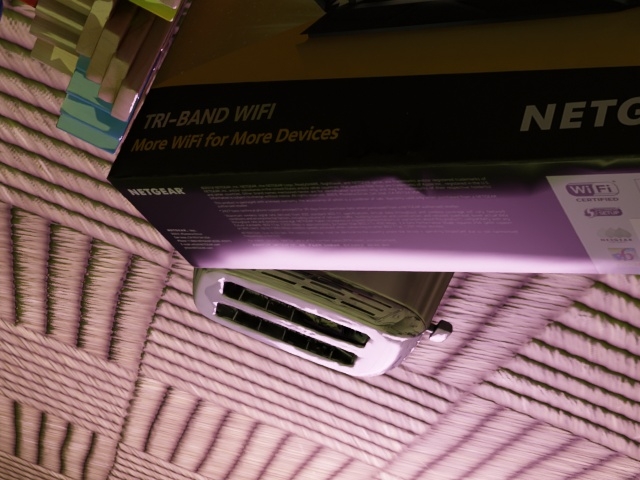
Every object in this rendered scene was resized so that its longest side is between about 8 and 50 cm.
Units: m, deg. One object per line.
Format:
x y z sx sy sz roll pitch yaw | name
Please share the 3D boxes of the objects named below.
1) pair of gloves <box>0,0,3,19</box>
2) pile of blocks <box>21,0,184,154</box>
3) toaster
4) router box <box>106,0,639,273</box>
-0.183 -0.206 0.629 0.023 0.159 0.198 -6 164 -23 | pair of gloves
-0.141 -0.147 0.696 0.113 0.149 0.362 25 152 -9 | pile of blocks
0.000 0.000 0.863 0.227 0.146 0.129 22 151 -3 | toaster
0.082 -0.106 0.521 0.309 0.243 0.081 -1 145 33 | router box
